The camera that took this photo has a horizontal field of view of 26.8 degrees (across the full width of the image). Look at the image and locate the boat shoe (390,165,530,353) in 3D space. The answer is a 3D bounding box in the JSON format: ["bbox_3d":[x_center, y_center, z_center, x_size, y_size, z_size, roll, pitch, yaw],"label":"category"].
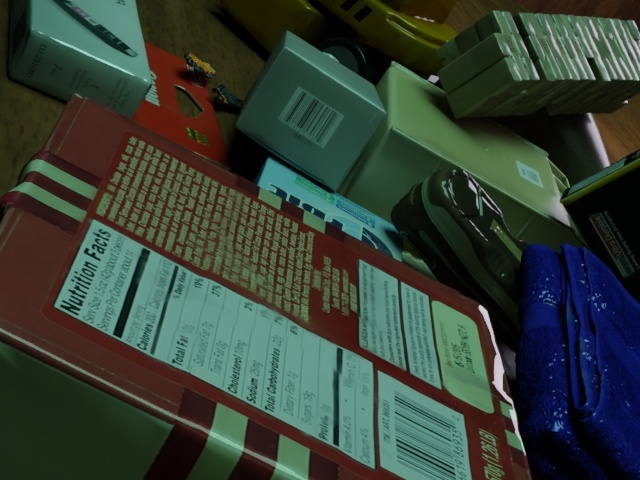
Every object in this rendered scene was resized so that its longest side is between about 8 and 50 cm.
[{"bbox_3d":[0.166,0.045,1.316,0.257,0.095,0.095,53,37,-10],"label":"boat shoe"}]

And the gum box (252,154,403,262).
[{"bbox_3d":[0.000,0.000,1.252,0.157,0.041,0.184,30,20,-7],"label":"gum box"}]

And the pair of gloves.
[{"bbox_3d":[-0.118,-0.178,1.500,0.083,0.010,0.074,49,11,11],"label":"pair of gloves"}]

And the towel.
[{"bbox_3d":[0.263,0.140,1.157,0.227,0.076,0.308,42,27,-14],"label":"towel"}]

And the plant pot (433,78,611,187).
[{"bbox_3d":[0.273,-0.126,1.739,0.230,0.215,0.215,55,27,16],"label":"plant pot"}]

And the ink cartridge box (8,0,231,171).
[{"bbox_3d":[-0.201,-0.196,1.385,0.239,0.060,0.275,22,23,-23],"label":"ink cartridge box"}]

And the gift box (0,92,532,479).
[{"bbox_3d":[-0.061,0.138,0.542,0.276,0.258,0.255,31,21,-7],"label":"gift box"}]

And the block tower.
[{"bbox_3d":[0.275,-0.206,1.583,0.335,0.097,0.091,-7,72,-49],"label":"block tower"}]

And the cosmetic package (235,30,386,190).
[{"bbox_3d":[-0.011,-0.143,1.415,0.127,0.107,0.238,32,8,-6],"label":"cosmetic package"}]

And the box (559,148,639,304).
[{"bbox_3d":[0.431,0.030,1.336,0.322,0.257,0.079,59,19,-6],"label":"box"}]

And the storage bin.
[{"bbox_3d":[0.152,-0.055,1.482,0.260,0.123,0.262,30,20,-9],"label":"storage bin"}]

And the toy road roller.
[{"bbox_3d":[0.052,-0.320,1.766,0.329,0.240,0.202,44,23,27],"label":"toy road roller"}]
